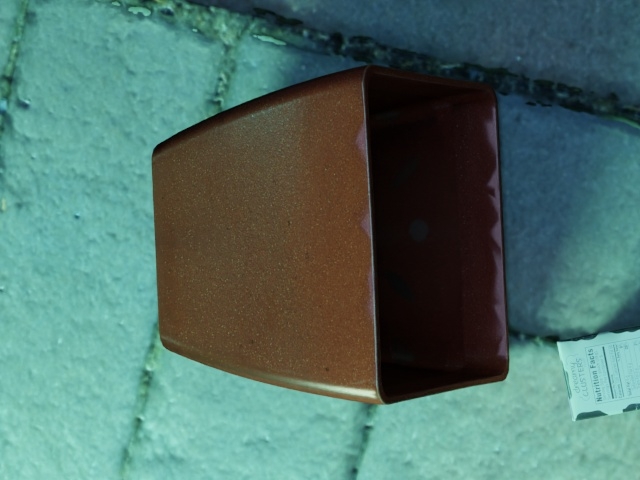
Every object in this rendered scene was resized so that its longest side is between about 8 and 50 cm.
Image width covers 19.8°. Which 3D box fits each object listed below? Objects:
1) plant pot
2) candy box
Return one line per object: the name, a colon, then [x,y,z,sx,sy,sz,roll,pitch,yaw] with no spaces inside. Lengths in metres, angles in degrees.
plant pot: [0.000,0.000,1.592,0.236,0.267,0.267,-3,89,28]
candy box: [0.311,0.098,1.536,0.196,0.165,0.070,-12,85,17]
